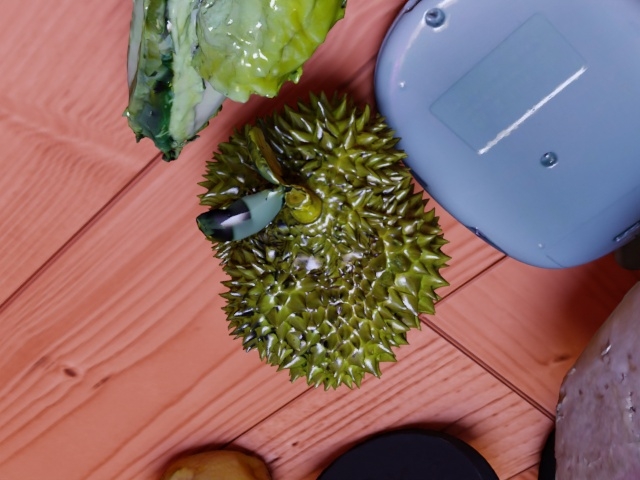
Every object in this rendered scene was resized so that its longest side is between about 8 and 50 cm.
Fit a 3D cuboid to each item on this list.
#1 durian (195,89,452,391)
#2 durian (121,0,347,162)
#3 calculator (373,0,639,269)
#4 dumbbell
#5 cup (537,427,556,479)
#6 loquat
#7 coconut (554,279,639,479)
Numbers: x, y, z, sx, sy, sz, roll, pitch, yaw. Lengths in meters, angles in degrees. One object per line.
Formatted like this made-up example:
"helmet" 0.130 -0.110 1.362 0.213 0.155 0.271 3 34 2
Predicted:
"durian" 0.002 -0.007 0.489 0.146 0.159 0.198 -15 126 -8
"durian" -0.036 -0.142 0.383 0.106 0.132 0.375 4 142 -13
"calculator" 0.164 -0.066 0.522 0.299 0.041 0.185 35 120 -29
"dumbbell" 0.123 0.348 0.759 0.203 0.204 0.322 -21 127 14
"cup" 0.289 0.252 0.730 0.176 0.169 0.223 1 158 1
"loquat" -0.096 0.259 0.740 0.137 0.113 0.137 -18 132 -22
"coconut" 0.337 0.108 0.494 0.352 0.353 0.353 -2 130 -2
